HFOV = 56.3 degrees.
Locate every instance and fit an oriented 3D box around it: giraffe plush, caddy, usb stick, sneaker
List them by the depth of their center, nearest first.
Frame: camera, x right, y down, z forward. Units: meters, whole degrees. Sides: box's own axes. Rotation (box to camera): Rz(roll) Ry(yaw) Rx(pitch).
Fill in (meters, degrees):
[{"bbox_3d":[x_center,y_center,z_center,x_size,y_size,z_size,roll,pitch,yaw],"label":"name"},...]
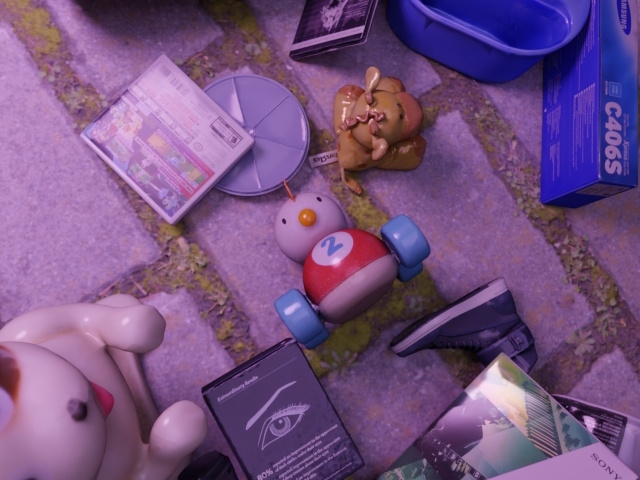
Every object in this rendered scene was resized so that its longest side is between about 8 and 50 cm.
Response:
[{"bbox_3d":[-0.116,0.396,0.795,0.077,0.045,0.278,-30,120,-27],"label":"usb stick"},{"bbox_3d":[0.089,-0.184,0.935,0.210,0.170,0.181,-34,89,-14],"label":"giraffe plush"},{"bbox_3d":[0.236,0.175,0.948,0.226,0.086,0.164,-24,83,-15],"label":"sneaker"},{"bbox_3d":[0.273,-0.423,0.999,0.341,0.179,0.241,23,76,-2],"label":"caddy"}]

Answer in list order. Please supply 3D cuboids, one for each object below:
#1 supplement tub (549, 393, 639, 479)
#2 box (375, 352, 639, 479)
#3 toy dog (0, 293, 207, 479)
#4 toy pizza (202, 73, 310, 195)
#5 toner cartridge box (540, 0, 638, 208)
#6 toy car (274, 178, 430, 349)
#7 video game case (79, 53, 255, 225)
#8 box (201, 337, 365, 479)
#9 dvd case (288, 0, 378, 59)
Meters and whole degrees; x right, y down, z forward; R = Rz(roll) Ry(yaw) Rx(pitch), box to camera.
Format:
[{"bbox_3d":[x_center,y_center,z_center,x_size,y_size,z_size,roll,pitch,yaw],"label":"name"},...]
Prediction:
[{"bbox_3d":[0.382,0.408,0.883,0.193,0.193,0.316,23,78,-6],"label":"supplement tub"},{"bbox_3d":[0.232,0.351,0.833,0.322,0.058,0.232,-46,56,0],"label":"box"},{"bbox_3d":[-0.331,0.203,0.666,0.395,0.408,0.285,-11,82,-13],"label":"toy dog"},{"bbox_3d":[-0.118,-0.168,0.961,0.201,0.032,0.201,1,82,-6],"label":"toy pizza"},{"bbox_3d":[0.454,-0.242,1.020,0.075,0.165,0.348,7,80,-11],"label":"toner cartridge box"},{"bbox_3d":[0.000,0.000,0.884,0.219,0.210,0.238,-35,76,-5],"label":"toy car"},{"bbox_3d":[-0.234,-0.156,0.922,0.201,0.023,0.183,44,85,3],"label":"video game case"},{"bbox_3d":[-0.057,0.266,0.863,0.153,0.108,0.207,-28,86,-14],"label":"box"},{"bbox_3d":[0.038,-0.407,0.978,0.018,0.164,0.221,28,73,-43],"label":"dvd case"}]
